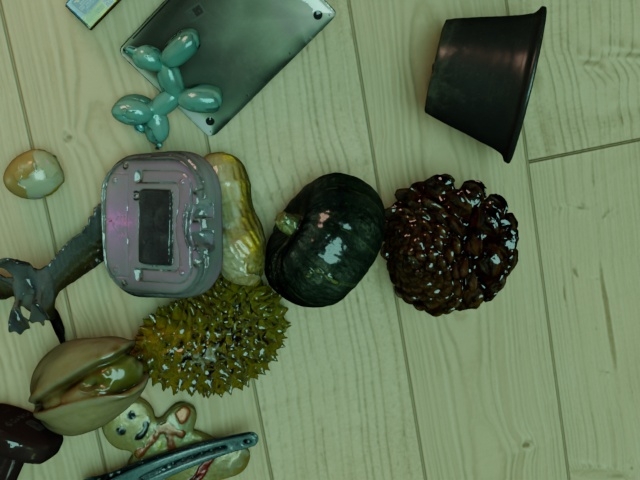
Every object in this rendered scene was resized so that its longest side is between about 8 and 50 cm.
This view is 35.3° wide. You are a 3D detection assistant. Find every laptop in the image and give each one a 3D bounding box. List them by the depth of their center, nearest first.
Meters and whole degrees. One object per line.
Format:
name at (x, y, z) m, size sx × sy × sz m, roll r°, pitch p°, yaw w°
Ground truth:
laptop at (-0.134, -0.298, 1.446) m, size 0.269 × 0.015 × 0.187 m, roll -42°, pitch 106°, yaw 16°

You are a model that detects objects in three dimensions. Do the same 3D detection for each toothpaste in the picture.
toothpaste at (-0.270, -0.377, 1.430) m, size 0.070 × 0.044 × 0.193 m, roll 44°, pitch 88°, yaw -14°

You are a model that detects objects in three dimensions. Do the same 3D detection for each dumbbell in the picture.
dumbbell at (-0.474, 0.357, 1.457) m, size 0.124 × 0.140 × 0.225 m, roll 25°, pitch 95°, yaw 5°

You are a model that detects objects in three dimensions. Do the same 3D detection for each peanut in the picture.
peanut at (-0.132, -0.032, 1.467) m, size 0.087 × 0.087 × 0.206 m, roll -13°, pitch 75°, yaw -10°

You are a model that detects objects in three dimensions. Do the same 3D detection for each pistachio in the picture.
pistachio at (-0.333, 0.204, 1.442) m, size 0.215 × 0.144 × 0.144 m, roll -21°, pitch 107°, yaw 34°

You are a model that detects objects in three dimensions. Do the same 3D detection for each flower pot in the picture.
flower pot at (0.238, -0.244, 1.490) m, size 0.148 × 0.235 × 0.235 m, roll 14°, pitch 96°, yaw 6°

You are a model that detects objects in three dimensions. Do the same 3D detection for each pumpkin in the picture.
pumpkin at (0.001, 0.000, 1.463) m, size 0.152 × 0.211 × 0.211 m, roll 32°, pitch 91°, yaw -7°

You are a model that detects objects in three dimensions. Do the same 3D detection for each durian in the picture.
durian at (-0.151, 0.151, 1.500) m, size 0.250 × 0.138 × 0.183 m, roll -31°, pitch 95°, yaw -12°

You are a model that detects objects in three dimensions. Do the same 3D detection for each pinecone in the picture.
pinecone at (0.198, 0.000, 1.515) m, size 0.221 × 0.221 × 0.221 m, roll -2°, pitch 99°, yaw -12°

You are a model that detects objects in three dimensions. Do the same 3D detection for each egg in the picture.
egg at (-0.409, -0.092, 1.433) m, size 0.083 × 0.071 × 0.071 m, roll -24°, pitch 103°, yaw -4°

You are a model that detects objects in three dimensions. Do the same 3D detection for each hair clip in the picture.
hair clip at (-0.227, 0.338, 1.520) m, size 0.275 × 0.083 × 0.048 m, roll -21°, pitch 99°, yaw -13°

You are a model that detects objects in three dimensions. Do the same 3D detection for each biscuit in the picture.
biscuit at (-0.235, 0.323, 1.558) m, size 0.234 × 0.030 × 0.153 m, roll 39°, pitch 88°, yaw -15°

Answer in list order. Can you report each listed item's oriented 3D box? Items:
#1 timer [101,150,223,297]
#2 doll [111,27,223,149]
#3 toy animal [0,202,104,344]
timer at (-0.228, -0.022, 1.432) m, size 0.191 × 0.069 × 0.208 m, roll -1°, pitch 91°, yaw 30°
doll at (-0.224, -0.211, 1.443) m, size 0.158 × 0.059 × 0.159 m, roll -12°, pitch 115°, yaw 5°
toy animal at (-0.413, 0.084, 1.433) m, size 0.272 × 0.160 × 0.197 m, roll -15°, pitch 104°, yaw -2°
